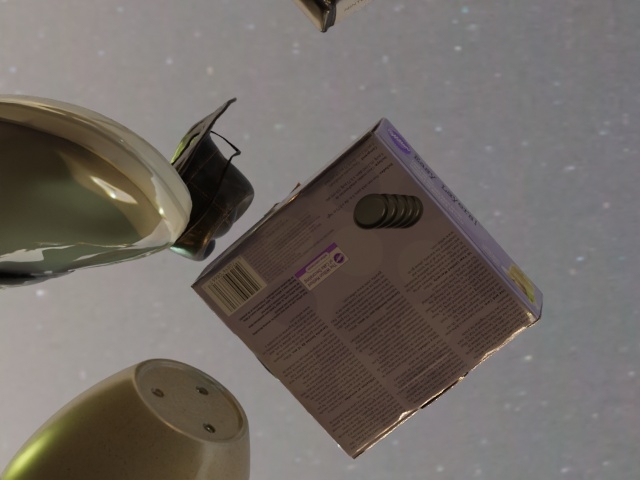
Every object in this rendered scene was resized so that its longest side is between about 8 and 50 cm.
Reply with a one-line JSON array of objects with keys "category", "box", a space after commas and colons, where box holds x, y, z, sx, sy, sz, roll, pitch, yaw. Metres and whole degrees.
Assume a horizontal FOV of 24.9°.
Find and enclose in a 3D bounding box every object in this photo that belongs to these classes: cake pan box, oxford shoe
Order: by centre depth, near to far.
[{"category": "oxford shoe", "box": [-0.279, -0.010, 1.067, 0.449, 0.130, 0.169, -2, -44, 36]}, {"category": "cake pan box", "box": [0.042, 0.054, 1.422, 0.267, 0.070, 0.246, -41, -84, 22]}]

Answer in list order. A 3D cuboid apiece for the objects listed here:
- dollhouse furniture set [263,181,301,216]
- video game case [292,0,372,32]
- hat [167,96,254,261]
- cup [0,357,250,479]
[{"category": "dollhouse furniture set", "box": [0.000, 0.000, 1.807, 0.076, 0.058, 0.151, -39, -83, -2]}, {"category": "video game case", "box": [0.013, -0.321, 1.114, 0.275, 0.248, 0.035, 49, -20, 15]}, {"category": "hat", "box": [-0.176, -0.055, 2.068, 0.134, 0.331, 0.331, 36, -52, -10]}, {"category": "cup", "box": [-0.221, 0.297, 1.900, 0.331, 0.331, 0.237, 47, -65, 32]}]
